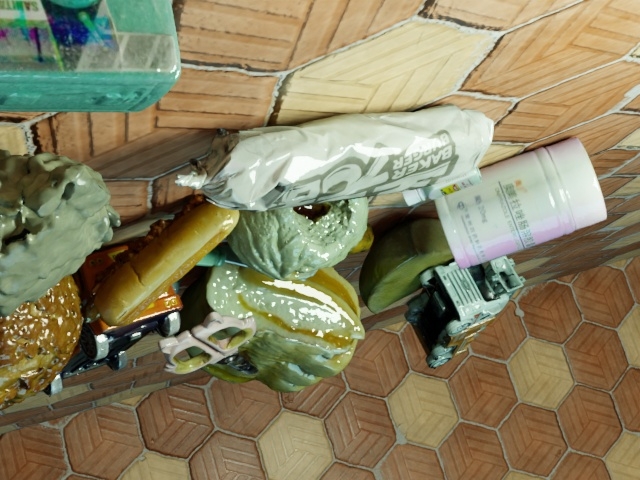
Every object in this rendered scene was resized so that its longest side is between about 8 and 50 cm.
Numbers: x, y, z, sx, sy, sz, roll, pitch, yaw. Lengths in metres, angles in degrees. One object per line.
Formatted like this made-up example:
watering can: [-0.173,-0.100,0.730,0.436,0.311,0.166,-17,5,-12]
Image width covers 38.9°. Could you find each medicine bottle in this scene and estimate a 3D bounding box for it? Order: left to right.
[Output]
medicine bottle: [0.180,-0.097,1.373,0.118,0.055,0.074,-20,169,12]
medicine bottle: [0.327,-0.061,1.502,0.254,0.152,0.152,-20,167,12]

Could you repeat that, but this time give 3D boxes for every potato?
potato: [0.174,0.017,1.743,0.269,0.112,0.255,-31,162,5]

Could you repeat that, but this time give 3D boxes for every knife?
knife: [-0.134,0.025,1.353,0.260,0.063,0.034,14,109,-38]

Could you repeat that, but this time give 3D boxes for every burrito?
burrito: [0.014,-0.095,1.057,0.446,0.101,0.139,-11,177,-36]

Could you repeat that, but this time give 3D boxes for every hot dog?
hot dog: [-0.215,0.023,1.185,0.249,0.076,0.102,-41,-161,-3]

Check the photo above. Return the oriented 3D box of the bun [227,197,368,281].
bun: [-0.026,-0.011,1.303,0.213,0.126,0.204,-18,170,-2]

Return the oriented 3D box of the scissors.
scissors: [-0.151,0.181,1.437,0.160,0.024,0.317,-30,156,4]

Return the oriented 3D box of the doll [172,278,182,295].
doll: [-0.286,0.086,1.534,0.120,0.075,0.180,-54,-166,-8]

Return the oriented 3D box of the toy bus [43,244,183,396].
toy bus: [-0.344,0.123,1.384,0.143,0.153,0.329,-17,169,-37]

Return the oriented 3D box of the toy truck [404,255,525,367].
toy truck: [0.289,0.127,1.803,0.184,0.133,0.338,-20,158,-14]

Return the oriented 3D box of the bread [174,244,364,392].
bread: [-0.101,0.136,1.627,0.301,0.210,0.341,21,150,-13]

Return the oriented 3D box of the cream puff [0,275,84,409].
cream puff: [-0.436,0.119,1.117,0.303,0.212,0.303,-21,171,-4]

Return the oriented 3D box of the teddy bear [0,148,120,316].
teddy bear: [-0.365,-0.001,0.828,0.368,0.224,0.357,-27,174,-39]

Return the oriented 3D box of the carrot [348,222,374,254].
carrot: [0.000,0.000,1.516,0.070,0.070,0.260,-27,166,37]

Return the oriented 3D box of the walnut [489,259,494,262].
walnut: [0.320,0.056,1.987,0.178,0.178,0.230,-18,163,0]

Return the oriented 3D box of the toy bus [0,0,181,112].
toy bus: [-0.217,-0.134,0.568,0.262,0.109,0.091,-7,170,-36]
